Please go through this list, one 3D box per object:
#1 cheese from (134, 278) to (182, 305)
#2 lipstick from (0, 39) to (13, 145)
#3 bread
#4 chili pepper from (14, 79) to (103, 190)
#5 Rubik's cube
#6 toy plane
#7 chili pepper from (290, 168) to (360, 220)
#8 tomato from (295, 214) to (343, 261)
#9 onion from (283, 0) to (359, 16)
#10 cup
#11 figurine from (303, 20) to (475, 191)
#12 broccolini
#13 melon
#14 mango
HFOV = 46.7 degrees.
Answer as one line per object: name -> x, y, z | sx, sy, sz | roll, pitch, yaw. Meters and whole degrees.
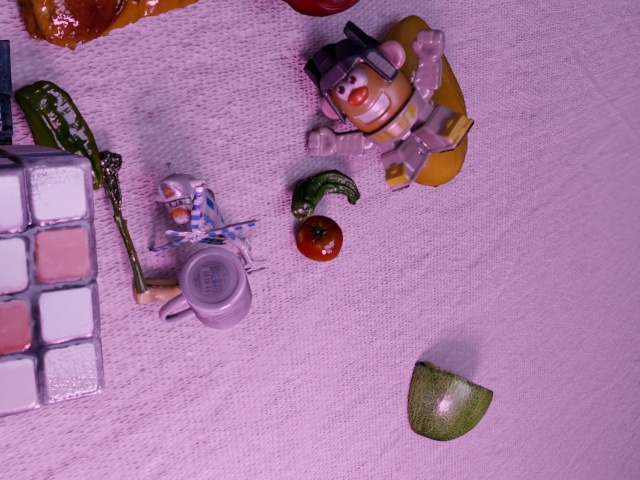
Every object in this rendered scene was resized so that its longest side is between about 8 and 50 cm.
cheese -> -0.248, 0.081, 1.141 | 0.083, 0.030, 0.044 | 4, 118, -52
lipstick -> -0.400, -0.128, 0.917 | 0.053, 0.053, 0.234 | -18, 117, -43
bread -> -0.267, -0.343, 0.975 | 0.271, 0.077, 0.139 | -34, 126, -39
chili pepper -> -0.326, -0.111, 0.972 | 0.072, 0.073, 0.204 | -35, 122, -28
Rubik's cube -> -0.389, 0.032, 0.782 | 0.253, 0.259, 0.256 | -7, 105, -29
toy plane -> -0.157, -0.031, 1.141 | 0.273, 0.182, 0.107 | 19, 55, -48
chili pepper -> 0.006, -0.087, 1.343 | 0.182, 0.050, 0.073 | -20, 78, -46
tomato -> 0.000, 0.000, 1.342 | 0.087, 0.087, 0.075 | -52, 157, -24
onion -> 0.007, -0.482, 1.134 | 0.281, 0.281, 0.221 | -40, 170, -32
cup -> -0.167, 0.089, 1.123 | 0.136, 0.099, 0.133 | -55, 172, -16
figurine -> 0.102, -0.240, 1.289 | 0.308, 0.143, 0.309 | -1, 103, -6
broccolini -> -0.282, -0.022, 1.055 | 0.044, 0.042, 0.218 | -25, 112, -41
melon -> 0.313, 0.403, 1.748 | 0.265, 0.129, 0.169 | 29, 82, -47
mango -> 0.191, -0.253, 1.443 | 0.195, 0.142, 0.332 | -44, 121, -32
